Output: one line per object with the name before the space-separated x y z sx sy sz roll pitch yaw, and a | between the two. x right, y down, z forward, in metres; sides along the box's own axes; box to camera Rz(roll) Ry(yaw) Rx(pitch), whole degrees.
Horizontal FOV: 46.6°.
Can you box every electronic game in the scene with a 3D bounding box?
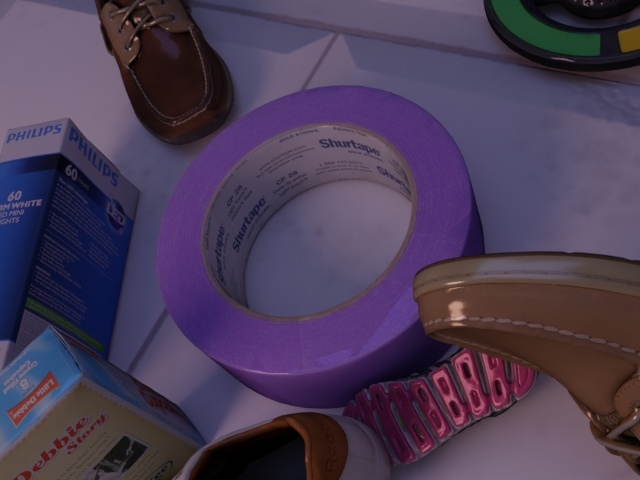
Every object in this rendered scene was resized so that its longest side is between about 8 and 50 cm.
electronic game | 0.273 -0.254 0.715 0.229 0.048 0.229 -9 59 16

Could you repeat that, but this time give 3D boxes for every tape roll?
tape roll | 0.000 0.000 0.646 0.274 0.090 0.275 -10 58 16

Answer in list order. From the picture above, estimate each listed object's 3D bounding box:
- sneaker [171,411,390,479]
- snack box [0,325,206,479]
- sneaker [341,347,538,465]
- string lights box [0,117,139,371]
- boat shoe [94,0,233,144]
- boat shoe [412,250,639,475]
sneaker | -0.098 0.204 0.532 0.290 0.123 0.106 -37 54 11
snack box | -0.253 0.226 0.550 0.322 0.187 0.060 -44 56 -8
sneaker | 0.094 0.120 0.561 0.170 0.074 0.063 -34 70 26
string lights box | -0.253 0.030 0.696 0.076 0.133 0.260 -8 58 17
boat shoe | -0.197 -0.237 0.841 0.123 0.116 0.324 -32 55 1
boat shoe | 0.217 0.088 0.442 0.341 0.122 0.110 13 77 1
